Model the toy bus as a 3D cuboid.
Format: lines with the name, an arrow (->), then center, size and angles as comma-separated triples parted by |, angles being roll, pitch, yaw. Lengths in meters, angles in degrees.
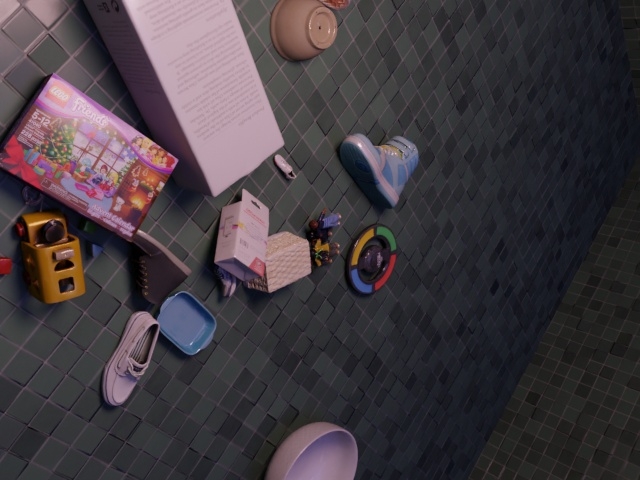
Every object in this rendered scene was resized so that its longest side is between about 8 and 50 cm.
toy bus -> -0.520, 0.021, 1.232 | 0.202, 0.104, 0.191 | 44, 71, -45

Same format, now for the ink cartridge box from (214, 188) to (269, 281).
ink cartridge box -> -0.190, -0.014, 1.554 | 0.115, 0.067, 0.198 | 41, 43, -45

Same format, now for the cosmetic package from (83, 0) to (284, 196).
cosmetic package -> -0.269, -0.346, 1.325 | 0.230, 0.161, 0.453 | -42, 129, -29

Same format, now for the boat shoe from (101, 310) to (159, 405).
boat shoe -> -0.429, 0.274, 1.430 | 0.083, 0.076, 0.226 | 15, 92, -47

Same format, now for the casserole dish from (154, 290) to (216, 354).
casserole dish -> -0.331, 0.197, 1.535 | 0.114, 0.037, 0.188 | -53, 133, -19

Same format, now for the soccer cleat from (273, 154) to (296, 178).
soccer cleat -> -0.092, -0.192, 1.651 | 0.029, 0.035, 0.083 | -51, 134, -21

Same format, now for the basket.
basket -> -0.115, 0.058, 1.662 | 0.167, 0.103, 0.113 | -23, 118, -38

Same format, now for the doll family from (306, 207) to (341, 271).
doll family -> 0.000, 0.000, 1.789 | 0.111, 0.076, 0.193 | -10, 105, -39

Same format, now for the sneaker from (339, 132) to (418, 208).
sneaker -> 0.181, -0.257, 1.850 | 0.208, 0.127, 0.319 | -56, 145, -14

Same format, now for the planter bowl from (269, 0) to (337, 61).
planter bowl -> -0.029, -0.521, 1.553 | 0.162, 0.109, 0.162 | -17, 115, -41

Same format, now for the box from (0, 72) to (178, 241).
box -> -0.450, -0.154, 1.236 | 0.293, 0.057, 0.201 | 35, 74, -34

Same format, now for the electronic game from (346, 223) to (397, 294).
electronic game -> 0.164, 0.059, 1.991 | 0.229, 0.048, 0.229 | -17, 114, -42

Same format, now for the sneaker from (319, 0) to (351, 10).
sneaker -> -0.008, -0.696, 1.499 | 0.302, 0.108, 0.121 | 47, 59, -32

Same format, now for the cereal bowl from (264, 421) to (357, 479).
cereal bowl -> -0.047, 0.702, 1.919 | 0.339, 0.141, 0.339 | -17, 114, -41

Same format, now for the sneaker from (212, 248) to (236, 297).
sneaker -> -0.246, 0.077, 1.580 | 0.058, 0.052, 0.135 | -3, 97, -38

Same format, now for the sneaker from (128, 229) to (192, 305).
sneaker -> -0.390, 0.055, 1.394 | 0.118, 0.083, 0.222 | -53, 131, -12
